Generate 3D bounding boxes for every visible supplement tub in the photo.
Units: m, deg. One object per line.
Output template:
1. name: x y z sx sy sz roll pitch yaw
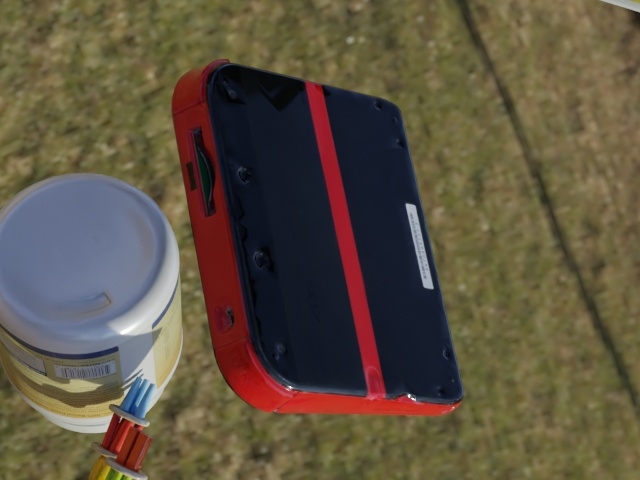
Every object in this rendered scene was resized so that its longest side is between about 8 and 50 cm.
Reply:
1. supplement tub: -0.281 0.086 2.010 0.316 0.228 0.228 97 -5 -61

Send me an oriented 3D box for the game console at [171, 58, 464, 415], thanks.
1. game console: 0.000 0.000 1.809 0.342 0.060 0.386 9 63 -47

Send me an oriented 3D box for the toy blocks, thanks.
1. toy blocks: -0.223 0.234 1.918 0.054 0.123 0.148 26 88 -21

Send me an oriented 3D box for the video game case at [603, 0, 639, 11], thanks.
1. video game case: 0.156 -0.192 0.748 0.206 0.227 0.026 95 19 -45
